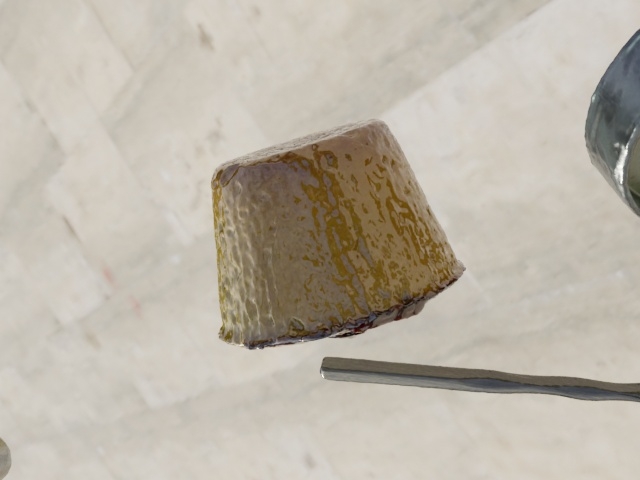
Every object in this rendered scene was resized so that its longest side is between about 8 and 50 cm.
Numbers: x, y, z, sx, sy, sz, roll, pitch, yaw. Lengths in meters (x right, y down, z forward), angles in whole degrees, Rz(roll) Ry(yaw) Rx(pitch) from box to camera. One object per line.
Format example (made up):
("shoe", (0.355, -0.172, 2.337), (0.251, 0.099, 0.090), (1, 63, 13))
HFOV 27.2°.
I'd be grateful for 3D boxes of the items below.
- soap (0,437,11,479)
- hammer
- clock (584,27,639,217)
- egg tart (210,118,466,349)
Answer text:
("soap", (-0.222, 0.072, 0.344), (0.274, 0.174, 0.089), (-1, -107, -73))
("hammer", (0.145, 0.082, 0.714), (0.292, 0.029, 0.058), (4, 131, 4))
("clock", (0.348, -0.114, 1.044), (0.280, 0.281, 0.055), (95, 158, -52))
("egg tart", (0.000, 0.000, 1.096), (0.215, 0.215, 0.170), (-4, 106, 60))
